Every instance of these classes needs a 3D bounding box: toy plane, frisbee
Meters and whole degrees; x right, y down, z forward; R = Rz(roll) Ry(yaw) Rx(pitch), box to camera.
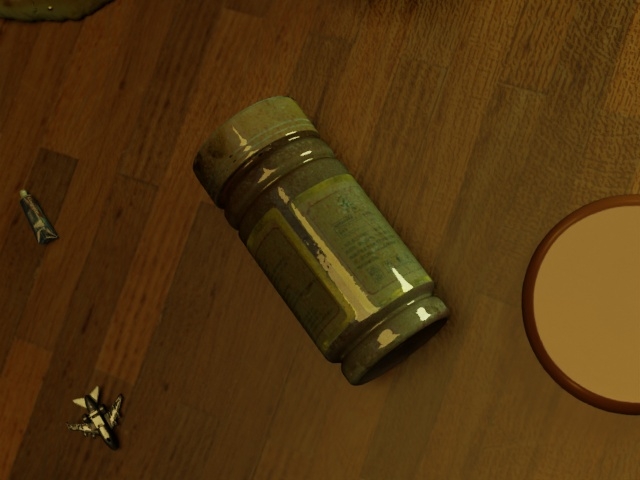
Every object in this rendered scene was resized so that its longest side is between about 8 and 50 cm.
[{"bbox_3d":[-0.279,0.229,1.304,0.078,0.031,0.083,-30,73,-4],"label":"toy plane"},{"bbox_3d":[0.352,0.070,1.161,0.251,0.021,0.250,-2,81,16],"label":"frisbee"}]

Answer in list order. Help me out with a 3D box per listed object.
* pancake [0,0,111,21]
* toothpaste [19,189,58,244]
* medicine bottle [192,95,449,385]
[{"bbox_3d":[-0.330,-0.412,1.397,0.376,0.054,0.197,-31,75,8],"label":"pancake"},{"bbox_3d":[-0.379,-0.032,1.374,0.027,0.019,0.083,-27,76,-15],"label":"toothpaste"},{"bbox_3d":[0.000,0.000,1.197,0.151,0.151,0.322,-38,75,7],"label":"medicine bottle"}]
